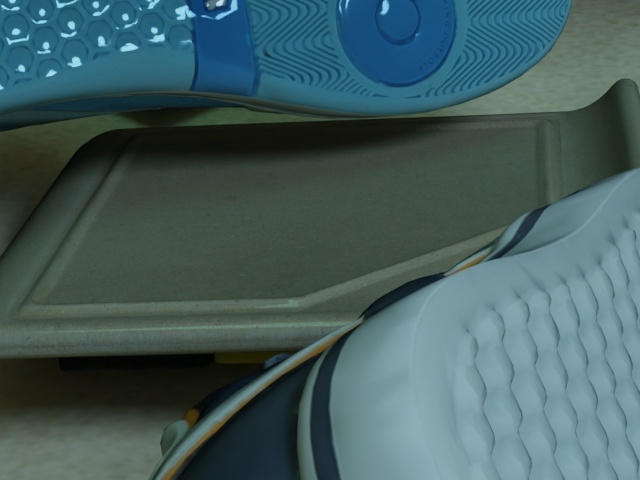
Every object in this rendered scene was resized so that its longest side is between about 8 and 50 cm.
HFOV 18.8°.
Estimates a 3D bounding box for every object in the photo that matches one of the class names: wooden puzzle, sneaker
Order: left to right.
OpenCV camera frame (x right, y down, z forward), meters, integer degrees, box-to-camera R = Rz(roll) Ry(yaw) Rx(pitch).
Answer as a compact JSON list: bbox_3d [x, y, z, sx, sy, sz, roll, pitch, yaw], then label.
[{"bbox_3d":[-0.076,-0.102,0.772,0.319,0.127,0.208,-1,1,-22],"label":"sneaker"},{"bbox_3d":[0.000,0.000,0.687,0.239,0.044,0.221,-6,19,8],"label":"wooden puzzle"},{"bbox_3d":[0.048,0.062,0.463,0.127,0.126,0.321,-35,-15,25],"label":"sneaker"}]
